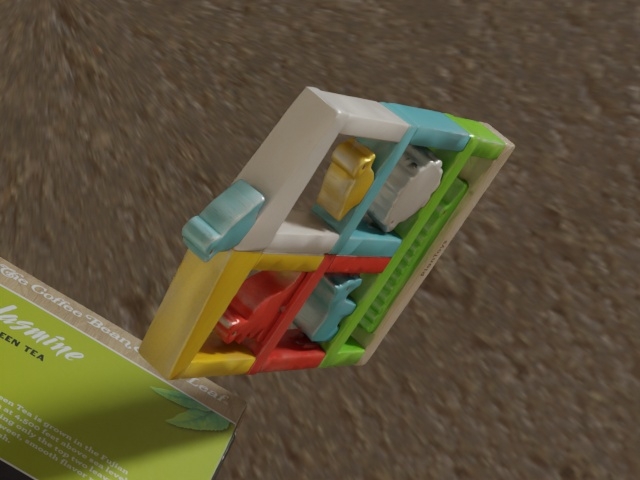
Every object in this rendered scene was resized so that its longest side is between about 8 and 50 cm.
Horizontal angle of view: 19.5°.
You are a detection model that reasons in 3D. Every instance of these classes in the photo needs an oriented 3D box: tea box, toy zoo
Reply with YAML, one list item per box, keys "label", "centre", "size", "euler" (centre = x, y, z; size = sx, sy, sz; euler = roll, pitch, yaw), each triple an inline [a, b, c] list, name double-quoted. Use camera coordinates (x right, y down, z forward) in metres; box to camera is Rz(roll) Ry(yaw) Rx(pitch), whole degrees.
- label: "tea box"
  centre: [-0.243, 0.243, 1.211]
  size: [0.220, 0.323, 0.329]
  euler: [31, 116, -2]
- label: "toy zoo"
  centre: [0.000, 0.000, 1.150]
  size: [0.030, 0.293, 0.192]
  euler: [41, 108, 24]
